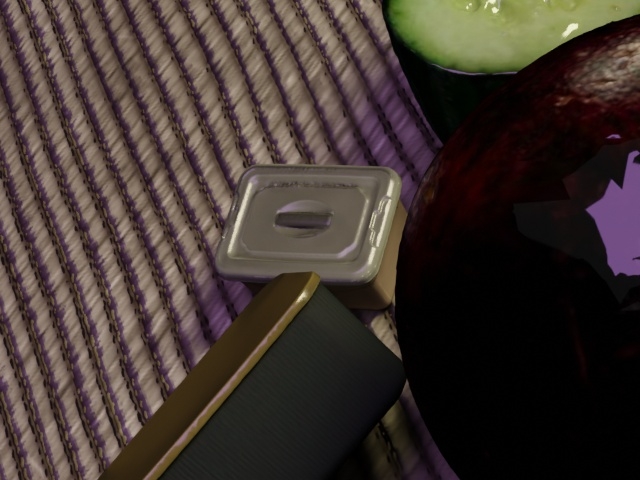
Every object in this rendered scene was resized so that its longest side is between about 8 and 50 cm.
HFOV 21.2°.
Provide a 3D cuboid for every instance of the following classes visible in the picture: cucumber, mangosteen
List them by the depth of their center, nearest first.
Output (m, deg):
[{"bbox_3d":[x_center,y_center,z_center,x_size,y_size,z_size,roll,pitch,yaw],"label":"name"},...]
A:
[{"bbox_3d":[0.181,0.021,0.925,0.307,0.307,0.347,-43,23,-4],"label":"mangosteen"},{"bbox_3d":[0.138,-0.140,1.131,0.191,0.130,0.191,-9,60,16],"label":"cucumber"}]

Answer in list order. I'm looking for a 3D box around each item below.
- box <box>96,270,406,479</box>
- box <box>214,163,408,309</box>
[{"bbox_3d":[-0.046,0.121,1.043,0.201,0.090,0.144,-50,9,-11],"label":"box"},{"bbox_3d":[0.000,0.000,1.149,0.122,0.062,0.089,2,62,28],"label":"box"}]
